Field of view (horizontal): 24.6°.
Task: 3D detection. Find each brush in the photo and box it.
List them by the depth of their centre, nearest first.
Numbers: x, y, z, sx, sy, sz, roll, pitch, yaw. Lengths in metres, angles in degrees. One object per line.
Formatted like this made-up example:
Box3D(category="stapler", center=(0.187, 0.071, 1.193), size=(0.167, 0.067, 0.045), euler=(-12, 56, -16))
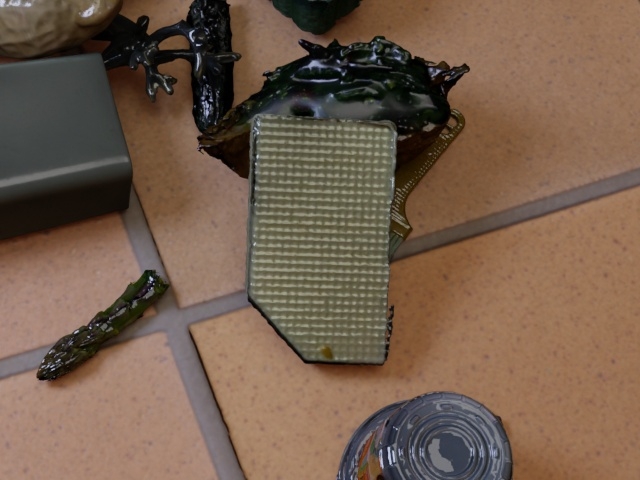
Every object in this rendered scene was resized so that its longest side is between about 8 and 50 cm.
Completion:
Box3D(category="brush", center=(0.092, -0.067, 1.596), size=(0.082, 0.010, 0.218), euler=(33, 64, 8))

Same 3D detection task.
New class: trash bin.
Box3D(category="trash bin", center=(-0.325, -0.088, 1.488), size=(0.240, 0.122, 0.164), euler=(-11, 68, -15))

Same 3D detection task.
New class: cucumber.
Box3D(category="cucumber", center=(-0.118, -0.191, 1.604), size=(0.053, 0.053, 0.181), euler=(-1, 69, -9))

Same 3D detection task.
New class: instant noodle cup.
Box3D(category="instant noodle cup", center=(0.112, 0.221, 1.404), size=(0.177, 0.125, 0.208), euler=(29, 65, 5))

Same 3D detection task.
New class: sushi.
Box3D(category="sushi", center=(0.009, -0.147, 1.547), size=(0.287, 0.140, 0.149), euler=(-4, 63, -6))

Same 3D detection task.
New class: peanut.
Box3D(category="peanut", center=(-0.337, -0.256, 1.523), size=(0.298, 0.120, 0.136), euler=(7, 66, 23))

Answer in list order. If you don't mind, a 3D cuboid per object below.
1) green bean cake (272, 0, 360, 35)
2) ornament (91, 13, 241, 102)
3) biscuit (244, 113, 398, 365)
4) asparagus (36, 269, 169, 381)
Box3D(category="green bean cake", center=(-0.007, -0.350, 1.646), size=(0.193, 0.107, 0.208), euler=(-40, 71, -19))
Box3D(category="ornament", center=(-0.177, -0.256, 1.574), size=(0.236, 0.080, 0.202), euler=(33, 77, 27))
Box3D(category="biscuit", center=(0.000, 0.000, 1.477), size=(0.150, 0.052, 0.252), euler=(1, 94, -6))
Box3D(category="asparagus", center=(-0.220, 0.087, 1.471), size=(0.165, 0.030, 0.036), euler=(-39, 100, -23))
